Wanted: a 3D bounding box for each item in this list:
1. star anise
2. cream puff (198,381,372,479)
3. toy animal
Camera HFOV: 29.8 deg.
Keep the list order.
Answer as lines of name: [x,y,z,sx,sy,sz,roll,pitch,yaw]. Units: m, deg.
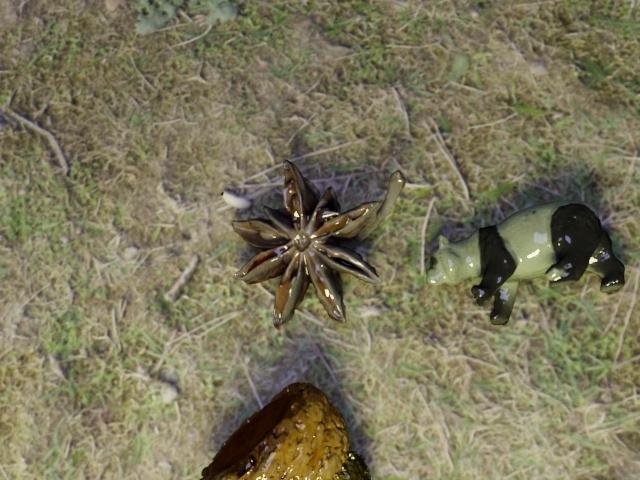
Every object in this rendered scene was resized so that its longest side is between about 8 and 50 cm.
star anise: [0.001,0.000,1.463,0.231,0.089,0.209,-9,82,12]
cream puff: [-0.023,0.276,1.350,0.183,0.183,0.169,-44,99,-7]
toy animal: [0.235,0.021,1.418,0.225,0.094,0.121,-17,60,13]
